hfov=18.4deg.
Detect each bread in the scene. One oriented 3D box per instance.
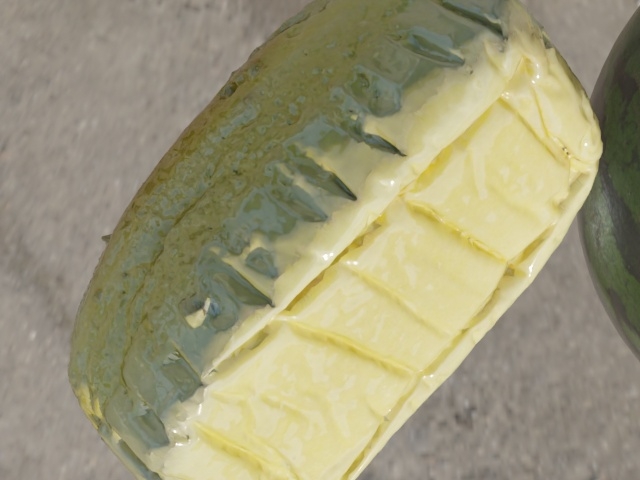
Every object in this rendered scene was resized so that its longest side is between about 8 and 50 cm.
[{"bbox_3d":[0.000,0.000,0.765,0.236,0.106,0.140,-49,142,-4],"label":"bread"}]

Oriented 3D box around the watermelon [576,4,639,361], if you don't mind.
[{"bbox_3d":[0.279,-0.027,1.054,0.285,0.285,0.285,1,112,1],"label":"watermelon"}]
